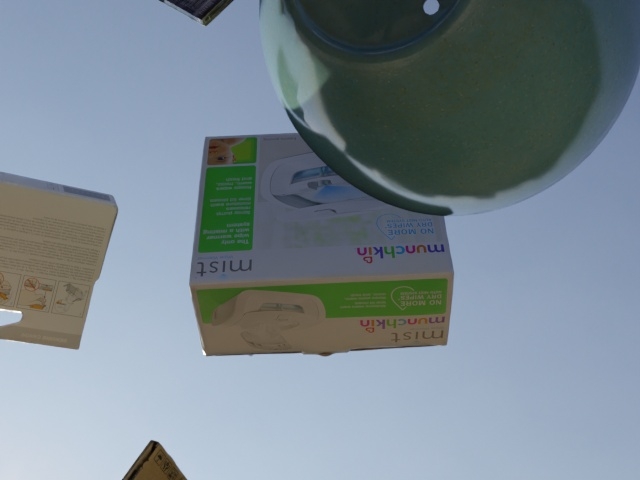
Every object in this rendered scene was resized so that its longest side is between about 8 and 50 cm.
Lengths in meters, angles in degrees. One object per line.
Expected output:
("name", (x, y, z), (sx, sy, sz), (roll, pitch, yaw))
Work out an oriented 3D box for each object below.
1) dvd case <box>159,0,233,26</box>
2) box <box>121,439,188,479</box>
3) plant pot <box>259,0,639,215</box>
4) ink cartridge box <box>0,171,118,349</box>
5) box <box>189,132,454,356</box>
("dvd case", (-0.166, -0.385, 1.191), (0.164, 0.221, 0.018), (-47, -36, -11))
("box", (-0.218, 0.391, 1.154), (0.021, 0.164, 0.201), (3, -47, 36))
("plant pot", (0.071, -0.167, 0.616), (0.290, 0.290, 0.195), (-20, -9, 21))
("ink cartridge box", (-0.502, 0.026, 1.391), (0.296, 0.066, 0.261), (12, -75, -25))
("box", (0.000, 0.000, 0.956), (0.262, 0.231, 0.126), (-2, -45, 1))
